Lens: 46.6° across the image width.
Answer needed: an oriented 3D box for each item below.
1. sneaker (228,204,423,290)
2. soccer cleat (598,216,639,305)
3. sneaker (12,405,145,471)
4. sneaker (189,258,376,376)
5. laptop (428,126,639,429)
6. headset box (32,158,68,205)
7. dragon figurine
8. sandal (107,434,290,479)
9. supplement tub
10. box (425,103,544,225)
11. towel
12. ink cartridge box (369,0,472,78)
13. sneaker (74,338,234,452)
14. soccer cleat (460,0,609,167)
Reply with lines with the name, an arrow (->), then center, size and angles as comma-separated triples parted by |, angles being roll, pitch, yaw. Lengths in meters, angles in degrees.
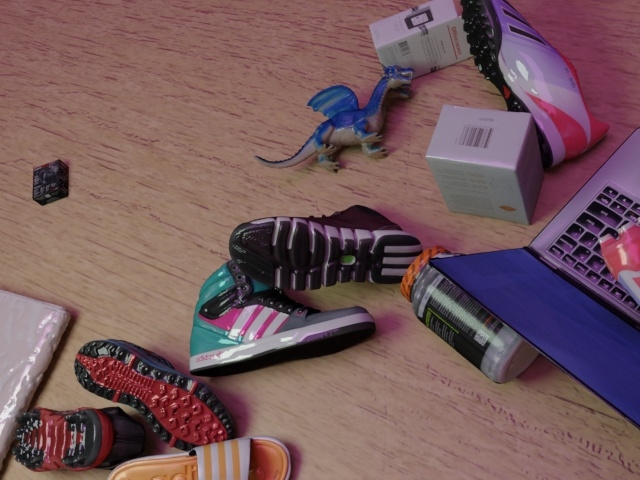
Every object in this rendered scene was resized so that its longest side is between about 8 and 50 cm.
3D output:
sneaker -> 0.000, 0.000, 1.117 | 0.282, 0.106, 0.162 | 6, 21, -12
soccer cleat -> 0.431, 0.000, 0.873 | 0.248, 0.083, 0.095 | -19, 79, -28
sneaker -> -0.371, 0.307, 1.149 | 0.276, 0.135, 0.097 | -13, 70, 41
sneaker -> -0.069, 0.094, 1.129 | 0.296, 0.124, 0.178 | -14, 69, 16
laptop -> 0.422, 0.033, 0.893 | 0.408, 0.236, 0.382 | -46, 58, -6
headset box -> -0.533, -0.118, 1.469 | 0.062, 0.032, 0.083 | -18, 58, 11
dragon figurine -> 0.031, -0.201, 1.258 | 0.289, 0.085, 0.144 | -16, 59, 13
sandal -> -0.173, 0.337, 1.029 | 0.266, 0.076, 0.101 | -9, 79, 1
supplement tub -> 0.208, 0.095, 1.015 | 0.117, 0.117, 0.190 | -46, 58, -6
box -> 0.242, -0.107, 1.075 | 0.130, 0.170, 0.091 | 12, 70, 26
towel -> -0.624, 0.242, 1.304 | 0.317, 0.053, 0.331 | 11, 70, 26
ink cartridge box -> 0.185, -0.343, 1.260 | 0.180, 0.104, 0.060 | -18, 57, 11
sneaker -> -0.235, 0.221, 1.132 | 0.262, 0.125, 0.104 | 32, 96, 5
soccer cleat -> 0.319, -0.268, 1.135 | 0.117, 0.108, 0.318 | -23, 79, -5
